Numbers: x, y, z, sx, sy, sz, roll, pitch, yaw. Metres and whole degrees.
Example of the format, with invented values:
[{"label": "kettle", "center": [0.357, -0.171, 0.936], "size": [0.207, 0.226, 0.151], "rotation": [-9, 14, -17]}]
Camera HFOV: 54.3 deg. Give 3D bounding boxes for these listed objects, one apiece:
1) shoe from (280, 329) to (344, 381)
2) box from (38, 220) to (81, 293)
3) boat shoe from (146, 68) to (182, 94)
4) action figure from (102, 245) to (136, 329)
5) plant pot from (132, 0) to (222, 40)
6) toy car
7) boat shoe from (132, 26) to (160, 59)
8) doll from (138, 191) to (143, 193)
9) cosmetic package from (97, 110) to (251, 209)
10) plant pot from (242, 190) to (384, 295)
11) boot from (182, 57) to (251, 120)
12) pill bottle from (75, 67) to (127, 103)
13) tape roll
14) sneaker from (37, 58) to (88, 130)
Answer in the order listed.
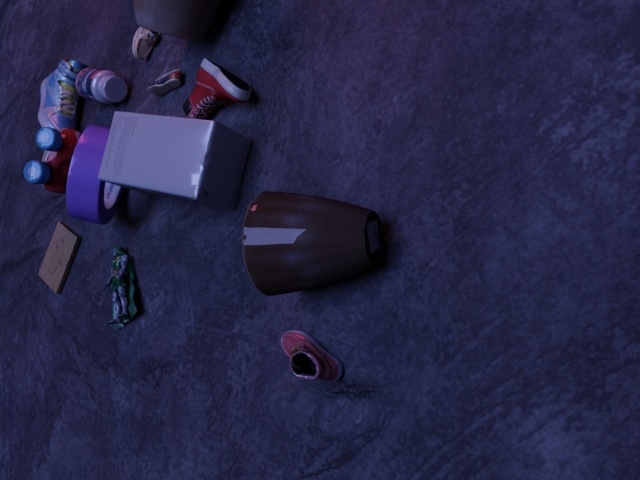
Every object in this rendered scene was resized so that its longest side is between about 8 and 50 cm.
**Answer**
[{"label": "shoe", "center": [-0.038, 0.231, 1.270], "size": [0.178, 0.081, 0.063], "rotation": [27, 97, 42]}, {"label": "box", "center": [-0.869, 0.054, 2.076], "size": [0.164, 0.021, 0.201], "rotation": [27, 98, 42]}, {"label": "boat shoe", "center": [-0.459, -0.466, 1.840], "size": [0.137, 0.049, 0.043], "rotation": [-11, 68, 36]}, {"label": "action figure", "center": [-0.571, 0.121, 1.778], "size": [0.137, 0.063, 0.232], "rotation": [-32, 56, 34]}, {"label": "plant pot", "center": [-0.384, -0.708, 1.700], "size": [0.323, 0.323, 0.280], "rotation": [34, 118, 41]}, {"label": "toy car", "center": [-0.746, -0.224, 1.962], "size": [0.238, 0.219, 0.210], "rotation": [23, 94, 13]}, {"label": "boat shoe", "center": [-0.532, -0.643, 1.939], "size": [0.059, 0.063, 0.170], "rotation": [26, 95, 48]}, {"label": "doll", "center": [-0.460, -0.201, 1.771], "size": [0.189, 0.046, 0.129], "rotation": [-41, 63, 24]}, {"label": "cosmetic package", "center": [-0.378, -0.207, 1.595], "size": [0.366, 0.155, 0.196], "rotation": [14, 88, 32]}, {"label": "plant pot", "center": [0.000, 0.000, 1.238], "size": [0.231, 0.215, 0.215], "rotation": [-3, 76, 25]}, {"label": "boot", "center": [-0.279, -0.360, 1.635], "size": [0.244, 0.088, 0.176], "rotation": [42, 107, 48]}, {"label": "pill bottle", "center": [-0.704, -0.499, 2.022], "size": [0.180, 0.108, 0.107], "rotation": [20, 92, 42]}, {"label": "tape roll", "center": [-0.628, -0.186, 1.776], "size": [0.275, 0.090, 0.274], "rotation": [-168, 90, -85]}, {"label": "sneaker", "center": [-0.875, -0.501, 2.158], "size": [0.208, 0.127, 0.319], "rotation": [-38, 58, 29]}]
